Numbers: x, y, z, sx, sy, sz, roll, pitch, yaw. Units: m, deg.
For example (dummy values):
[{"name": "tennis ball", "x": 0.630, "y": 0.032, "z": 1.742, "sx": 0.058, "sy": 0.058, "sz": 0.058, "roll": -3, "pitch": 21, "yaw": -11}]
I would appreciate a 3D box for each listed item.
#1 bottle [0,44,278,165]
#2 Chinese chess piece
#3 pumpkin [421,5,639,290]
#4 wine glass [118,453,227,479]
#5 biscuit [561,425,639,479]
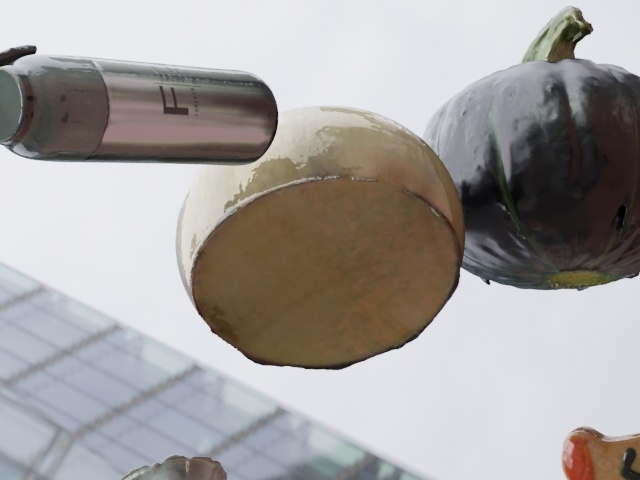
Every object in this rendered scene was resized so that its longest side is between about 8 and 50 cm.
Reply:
[{"name": "bottle", "x": -0.144, "y": -0.103, "z": 1.361, "sx": 0.253, "sy": 0.096, "sz": 0.079, "roll": -2, "pitch": -35, "yaw": -47}, {"name": "Chinese chess piece", "x": 0.000, "y": 0.000, "z": 1.583, "sx": 0.257, "sy": 0.257, "sz": 0.104, "roll": 78, "pitch": -178, "yaw": -46}, {"name": "pumpkin", "x": 0.229, "y": -0.088, "z": 1.795, "sx": 0.296, "sy": 0.295, "sz": 0.296, "roll": -37, "pitch": -41, "yaw": -41}, {"name": "wine glass", "x": -0.121, "y": 0.302, "z": 1.644, "sx": 0.122, "sy": 0.183, "sz": 0.122, "roll": -13, "pitch": -36, "yaw": -10}, {"name": "biscuit", "x": 0.367, "y": 0.228, "z": 1.777, "sx": 0.036, "sy": 0.250, "sz": 0.165, "roll": -30, "pitch": -76, "yaw": -81}]
